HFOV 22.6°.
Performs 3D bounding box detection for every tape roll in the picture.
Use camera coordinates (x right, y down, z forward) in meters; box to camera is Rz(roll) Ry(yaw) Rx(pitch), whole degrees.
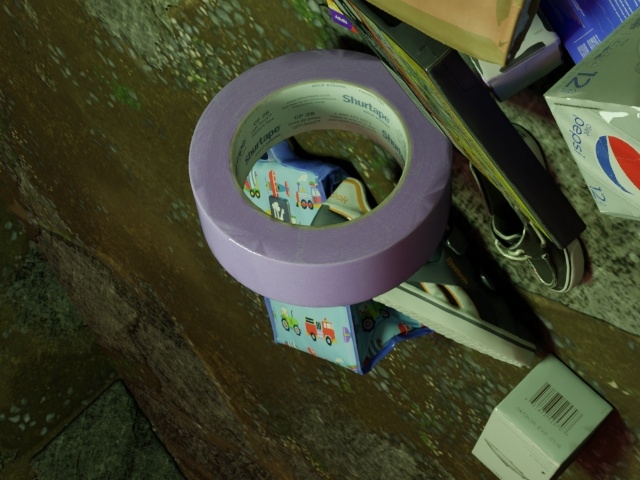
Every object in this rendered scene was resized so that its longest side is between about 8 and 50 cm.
[{"bbox_3d":[0.002,-0.069,1.687,0.275,0.275,0.090,38,158,25],"label":"tape roll"}]

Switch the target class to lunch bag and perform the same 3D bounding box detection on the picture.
[{"bbox_3d":[0.000,0.000,2.079,0.221,0.138,0.293,14,129,58],"label":"lunch bag"}]

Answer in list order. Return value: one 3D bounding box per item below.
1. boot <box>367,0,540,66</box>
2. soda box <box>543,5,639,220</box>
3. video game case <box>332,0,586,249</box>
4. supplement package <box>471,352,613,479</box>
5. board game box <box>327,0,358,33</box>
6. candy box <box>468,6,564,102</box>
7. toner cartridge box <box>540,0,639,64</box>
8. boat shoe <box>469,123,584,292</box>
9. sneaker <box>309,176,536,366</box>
[{"bbox_3d":[0.058,-0.286,1.194,0.269,0.089,0.236,25,122,15],"label":"boot"},{"bbox_3d":[0.276,-0.134,1.004,0.091,0.286,0.098,16,142,55],"label":"soda box"},{"bbox_3d":[0.105,-0.137,1.417,0.275,0.035,0.248,46,-177,-44],"label":"video game case"},{"bbox_3d":[0.268,0.233,1.956,0.105,0.105,0.179,41,159,14],"label":"supplement package"},{"bbox_3d":[0.055,-0.270,1.543,0.146,0.045,0.193,31,154,36],"label":"board game box"},{"bbox_3d":[0.121,-0.220,1.322,0.196,0.070,0.165,59,-172,5],"label":"candy box"},{"bbox_3d":[0.273,-0.133,1.209,0.348,0.075,0.165,59,164,1],"label":"toner cartridge box"},{"bbox_3d":[0.208,-0.019,1.662,0.077,0.070,0.219,22,148,49],"label":"boat shoe"},{"bbox_3d":[0.135,0.037,1.865,0.321,0.127,0.126,28,173,-20],"label":"sneaker"}]
